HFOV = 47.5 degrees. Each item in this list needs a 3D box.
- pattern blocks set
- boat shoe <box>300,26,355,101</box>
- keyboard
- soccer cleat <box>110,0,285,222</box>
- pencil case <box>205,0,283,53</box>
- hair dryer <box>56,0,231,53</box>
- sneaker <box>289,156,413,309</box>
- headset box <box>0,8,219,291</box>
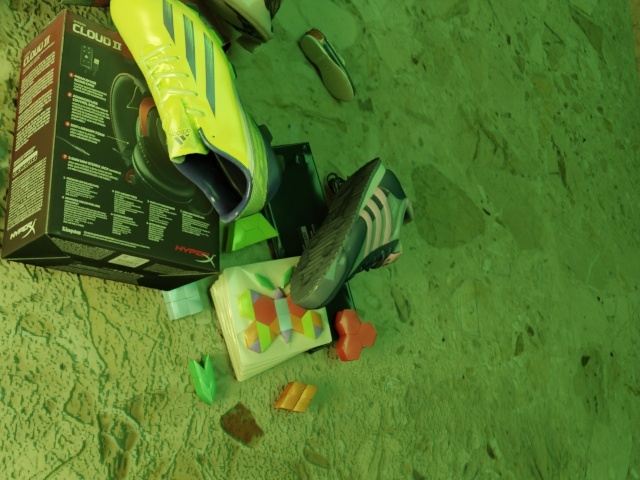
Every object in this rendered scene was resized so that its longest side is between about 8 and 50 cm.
[{"bbox_3d":[-0.061,0.101,1.025,0.325,0.026,0.285,-29,100,-42],"label":"pattern blocks set"},{"bbox_3d":[0.019,-0.299,1.239,0.137,0.049,0.043,51,44,-18],"label":"boat shoe"},{"bbox_3d":[0.000,0.000,1.142,0.201,0.033,0.317,-16,92,-43],"label":"keyboard"},{"bbox_3d":[-0.144,-0.150,0.807,0.289,0.093,0.121,57,43,-17],"label":"soccer cleat"},{"bbox_3d":[-0.048,-0.479,1.016,0.183,0.160,0.410,29,89,-49],"label":"pencil case"},{"bbox_3d":[-0.243,-0.301,0.897,0.293,0.080,0.224,19,46,-31],"label":"hair dryer"},{"bbox_3d":[0.065,0.008,1.073,0.131,0.112,0.319,47,45,-16],"label":"sneaker"},{"bbox_3d":[-0.232,-0.108,0.849,0.218,0.110,0.293,16,63,-44],"label":"headset box"}]
